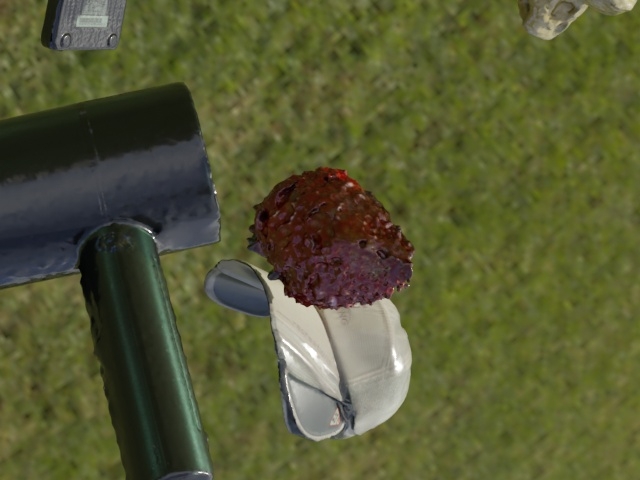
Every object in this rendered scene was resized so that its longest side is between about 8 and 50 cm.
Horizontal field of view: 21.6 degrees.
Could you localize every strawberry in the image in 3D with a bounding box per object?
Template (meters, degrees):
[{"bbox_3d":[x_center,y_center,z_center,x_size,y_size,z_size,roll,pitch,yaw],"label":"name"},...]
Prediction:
[{"bbox_3d":[-0.003,0.000,1.635,0.085,0.192,0.140,14,127,-47],"label":"strawberry"}]

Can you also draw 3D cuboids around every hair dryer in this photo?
[{"bbox_3d":[-0.170,0.048,1.072,0.244,0.302,0.116,-14,146,-6],"label":"hair dryer"}]

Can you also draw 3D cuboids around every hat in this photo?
[{"bbox_3d":[-0.006,0.098,1.799,0.161,0.232,0.275,-44,138,4],"label":"hat"}]

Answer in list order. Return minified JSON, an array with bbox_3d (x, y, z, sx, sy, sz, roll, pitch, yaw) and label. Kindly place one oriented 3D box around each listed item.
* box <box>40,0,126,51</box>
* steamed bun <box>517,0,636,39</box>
[{"bbox_3d":[-0.253,-0.269,1.851,0.126,0.027,0.125,-12,119,-60],"label":"box"},{"bbox_3d":[0.268,-0.369,1.800,0.137,0.292,0.295,25,94,-40],"label":"steamed bun"}]
